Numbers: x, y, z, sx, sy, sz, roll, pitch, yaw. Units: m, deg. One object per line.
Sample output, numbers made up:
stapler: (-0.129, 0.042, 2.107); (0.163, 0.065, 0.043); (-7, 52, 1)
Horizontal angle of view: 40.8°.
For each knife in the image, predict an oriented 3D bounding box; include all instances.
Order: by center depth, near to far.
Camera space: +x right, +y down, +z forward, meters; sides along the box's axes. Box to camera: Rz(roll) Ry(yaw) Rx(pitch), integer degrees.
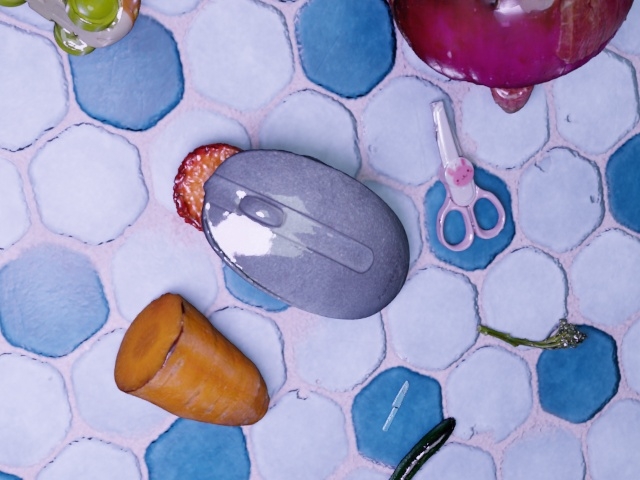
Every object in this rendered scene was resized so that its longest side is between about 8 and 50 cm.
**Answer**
knife: (0.123, 0.271, 1.412); (0.014, 0.005, 0.091); (27, 90, -18)

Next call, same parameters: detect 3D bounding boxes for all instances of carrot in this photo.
carrot: (-0.167, 0.193, 1.264); (0.225, 0.159, 0.159); (34, 89, -26)

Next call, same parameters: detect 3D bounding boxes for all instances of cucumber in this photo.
cucumber: (0.159, 0.361, 1.422); (0.036, 0.033, 0.184); (41, 84, 5)

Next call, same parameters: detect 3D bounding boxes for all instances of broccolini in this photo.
broccolini: (0.351, 0.165, 1.441); (0.194, 0.054, 0.052); (0, 117, -13)

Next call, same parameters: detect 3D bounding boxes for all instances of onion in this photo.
onion: (0.271, -0.334, 1.240); (0.347, 0.348, 0.385); (-29, 143, -9)

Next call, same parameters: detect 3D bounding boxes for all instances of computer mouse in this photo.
computer mouse: (0.002, -0.001, 1.236); (0.373, 0.114, 0.203); (23, 91, -35)

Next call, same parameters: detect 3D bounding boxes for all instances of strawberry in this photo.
strawberry: (-0.149, -0.072, 1.249); (0.145, 0.086, 0.145); (-4, 102, -20)

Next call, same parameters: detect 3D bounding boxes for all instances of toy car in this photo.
toy car: (-0.321, -0.387, 1.146); (0.235, 0.145, 0.235); (3, 84, -25)

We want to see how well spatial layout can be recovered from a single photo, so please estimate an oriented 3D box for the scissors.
scissors: (0.218, -0.106, 1.370); (0.118, 0.030, 0.242); (-21, 105, -12)
